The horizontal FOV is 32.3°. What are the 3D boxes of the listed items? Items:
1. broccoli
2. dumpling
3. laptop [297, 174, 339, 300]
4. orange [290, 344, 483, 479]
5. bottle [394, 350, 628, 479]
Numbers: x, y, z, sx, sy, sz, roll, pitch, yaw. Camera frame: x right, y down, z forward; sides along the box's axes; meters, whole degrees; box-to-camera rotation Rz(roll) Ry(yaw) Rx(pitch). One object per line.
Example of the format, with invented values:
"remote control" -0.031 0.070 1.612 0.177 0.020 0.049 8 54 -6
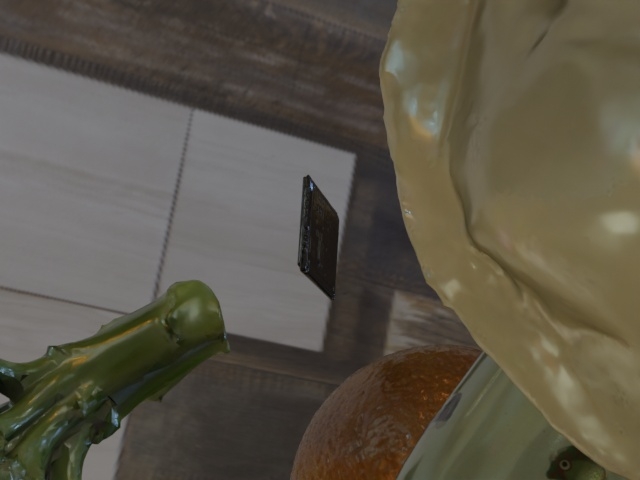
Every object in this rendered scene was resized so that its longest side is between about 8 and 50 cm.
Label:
"broccoli" -0.255 0.215 1.060 0.397 0.275 0.353 -4 121 -56
"dumpling" 0.183 -0.102 0.532 0.315 0.233 0.395 38 96 20
"laptop" 0.000 0.000 1.471 0.016 0.180 0.129 0 75 13
"orange" 0.129 0.300 1.421 0.322 0.357 0.322 45 29 -34
"bottle" 0.113 0.264 0.868 0.229 0.229 0.351 46 71 -13
